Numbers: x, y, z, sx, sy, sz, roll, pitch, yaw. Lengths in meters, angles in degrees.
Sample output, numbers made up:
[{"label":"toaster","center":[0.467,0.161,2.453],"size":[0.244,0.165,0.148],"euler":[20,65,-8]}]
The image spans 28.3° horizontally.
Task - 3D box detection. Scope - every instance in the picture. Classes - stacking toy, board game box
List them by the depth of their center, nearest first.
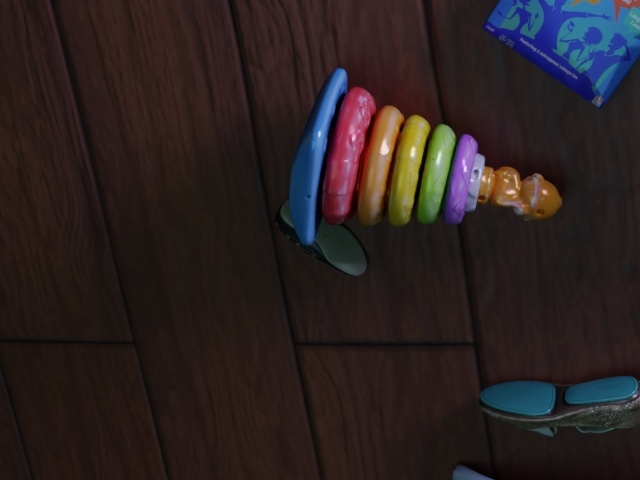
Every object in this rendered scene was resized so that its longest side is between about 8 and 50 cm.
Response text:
[{"label":"board game box","center":[0.294,-0.269,1.343],"size":[0.160,0.047,0.210],"euler":[35,120,7]},{"label":"stacking toy","center":[0.127,-0.076,1.453],"size":[0.302,0.166,0.175],"euler":[11,131,7]}]

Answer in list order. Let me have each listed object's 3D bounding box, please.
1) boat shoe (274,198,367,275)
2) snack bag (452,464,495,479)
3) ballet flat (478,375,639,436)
[{"label":"boat shoe","center":[0.001,-0.001,1.591],"size":[0.133,0.049,0.042],"euler":[37,155,-5]},{"label":"snack bag","center":[0.284,0.466,1.585],"size":[0.323,0.037,0.342],"euler":[12,111,50]},{"label":"ballet flat","center":[0.294,0.208,1.537],"size":[0.206,0.073,0.067],"euler":[-5,124,29]}]
